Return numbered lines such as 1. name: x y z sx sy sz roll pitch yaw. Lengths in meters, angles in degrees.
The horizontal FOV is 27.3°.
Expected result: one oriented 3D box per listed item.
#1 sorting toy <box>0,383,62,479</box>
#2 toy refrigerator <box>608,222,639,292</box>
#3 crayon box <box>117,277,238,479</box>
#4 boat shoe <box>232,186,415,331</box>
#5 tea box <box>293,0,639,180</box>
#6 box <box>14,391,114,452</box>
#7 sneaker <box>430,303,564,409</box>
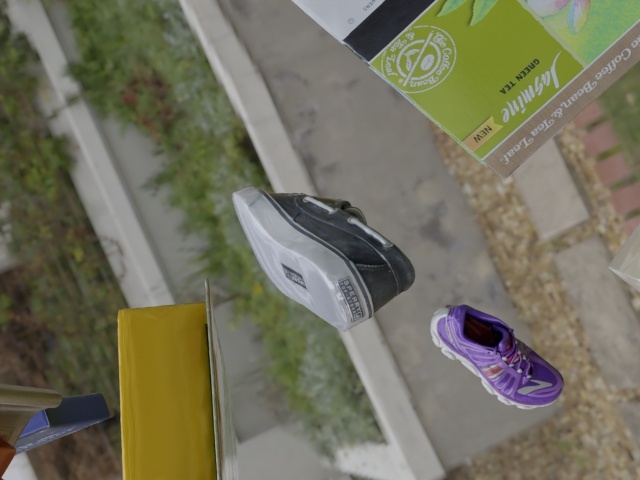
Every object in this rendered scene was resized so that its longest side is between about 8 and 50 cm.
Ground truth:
1. sorting toy: -0.190 0.147 0.571 0.047 0.196 0.347 34 178 11
2. toy refrigerator: 0.407 -0.046 1.257 0.102 0.269 0.094 38 -179 -12
3. crayon box: -0.118 0.185 1.143 0.323 0.083 0.203 92 173 -66
4. boat shoe: 0.000 0.000 1.384 0.301 0.102 0.108 32 145 61
5. tea box: 0.108 -0.290 1.260 0.323 0.220 0.329 35 -159 -34
6. box: -0.319 0.200 1.382 0.225 0.136 0.036 25 -137 -77
7. sneaker: 0.196 0.126 1.422 0.170 0.068 0.071 32 157 -15
